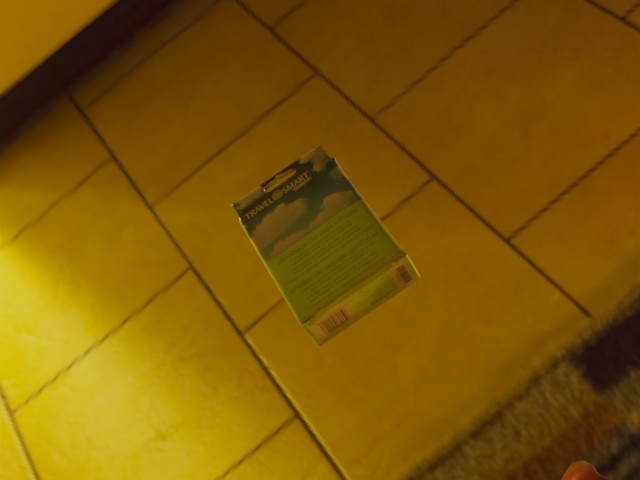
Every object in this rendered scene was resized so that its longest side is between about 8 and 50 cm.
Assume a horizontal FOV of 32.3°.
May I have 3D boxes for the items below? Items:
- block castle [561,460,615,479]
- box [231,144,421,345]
[{"bbox_3d":[0.376,0.419,1.159,0.303,0.453,0.213,34,75,35],"label":"block castle"},{"bbox_3d":[0.000,0.000,0.990,0.109,0.042,0.178,-34,44,0],"label":"box"}]
